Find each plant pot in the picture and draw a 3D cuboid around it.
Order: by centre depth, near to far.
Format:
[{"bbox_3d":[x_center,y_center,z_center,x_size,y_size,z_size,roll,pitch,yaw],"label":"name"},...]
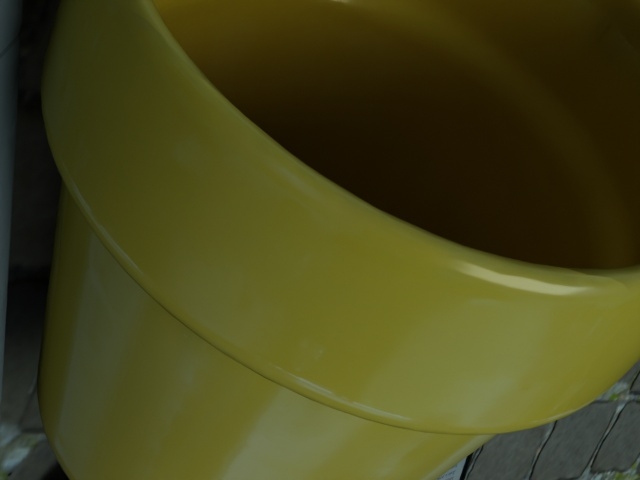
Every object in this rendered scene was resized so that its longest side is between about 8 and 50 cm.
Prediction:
[{"bbox_3d":[0.000,0.000,0.645,0.254,0.254,0.239,-17,148,-41],"label":"plant pot"}]

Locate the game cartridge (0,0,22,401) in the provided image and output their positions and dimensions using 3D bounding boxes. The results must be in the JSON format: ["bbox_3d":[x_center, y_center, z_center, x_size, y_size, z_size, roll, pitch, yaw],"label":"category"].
[{"bbox_3d":[-0.163,0.039,0.551,0.198,0.062,0.297,-58,162,-55],"label":"game cartridge"}]

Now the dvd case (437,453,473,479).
[{"bbox_3d":[0.028,0.151,0.987,0.180,0.022,0.253,-17,132,-42],"label":"dvd case"}]
